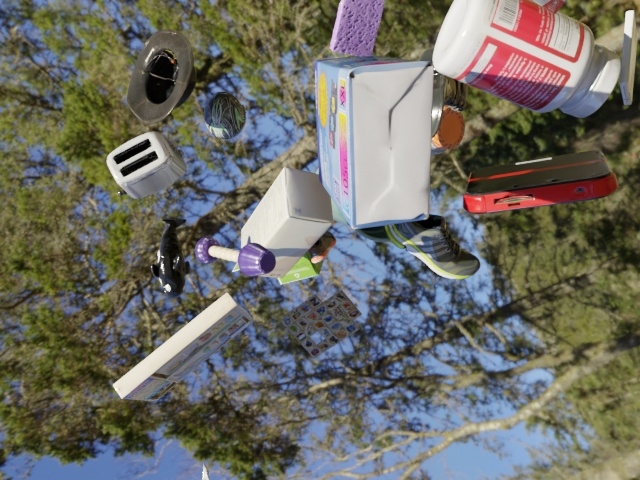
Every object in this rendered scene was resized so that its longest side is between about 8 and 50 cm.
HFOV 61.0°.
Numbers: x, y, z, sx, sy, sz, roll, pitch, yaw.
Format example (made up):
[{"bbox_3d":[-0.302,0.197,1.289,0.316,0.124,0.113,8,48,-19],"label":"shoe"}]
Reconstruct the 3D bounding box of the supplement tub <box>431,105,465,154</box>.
[{"bbox_3d":[0.378,-0.425,2.059,0.193,0.316,0.194,-7,-78,-33],"label":"supplement tub"}]

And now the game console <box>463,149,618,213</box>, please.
[{"bbox_3d":[0.609,-0.169,1.540,0.342,0.386,0.060,-46,-54,-62],"label":"game console"}]

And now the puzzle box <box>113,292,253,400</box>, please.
[{"bbox_3d":[-0.396,0.332,1.648,0.052,0.408,0.272,48,172,17],"label":"puzzle box"}]

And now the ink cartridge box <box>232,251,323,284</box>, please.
[{"bbox_3d":[-0.120,0.048,1.683,0.097,0.255,0.189,63,-156,-25],"label":"ink cartridge box"}]

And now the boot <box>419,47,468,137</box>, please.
[{"bbox_3d":[0.353,-0.397,1.522,0.228,0.091,0.263,3,-85,-54],"label":"boot"}]

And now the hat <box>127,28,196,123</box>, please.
[{"bbox_3d":[-0.530,-0.560,1.916,0.134,0.331,0.332,13,-127,-60],"label":"hat"}]

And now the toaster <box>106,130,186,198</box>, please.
[{"bbox_3d":[-0.497,-0.210,1.526,0.129,0.226,0.146,61,175,9],"label":"toaster"}]

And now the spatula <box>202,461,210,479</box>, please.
[{"bbox_3d":[-0.330,0.737,1.553,0.019,0.242,0.168,4,-104,-12],"label":"spatula"}]

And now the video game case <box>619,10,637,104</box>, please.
[{"bbox_3d":[0.816,-0.478,1.438,0.173,0.022,0.191,11,-96,-56],"label":"video game case"}]

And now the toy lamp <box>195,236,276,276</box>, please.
[{"bbox_3d":[-0.201,0.036,1.271,0.080,0.274,0.080,-4,-84,-41],"label":"toy lamp"}]

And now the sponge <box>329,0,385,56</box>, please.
[{"bbox_3d":[0.102,-0.591,1.413,0.117,0.210,0.031,0,-147,-22],"label":"sponge"}]

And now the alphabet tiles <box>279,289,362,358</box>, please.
[{"bbox_3d":[0.012,0.273,1.844,0.198,0.237,0.009,51,-167,-17],"label":"alphabet tiles"}]

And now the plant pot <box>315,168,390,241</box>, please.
[{"bbox_3d":[0.146,-0.182,1.922,0.341,0.341,0.334,47,166,-22],"label":"plant pot"}]

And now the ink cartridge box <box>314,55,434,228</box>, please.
[{"bbox_3d":[0.082,-0.214,1.064,0.395,0.151,0.270,-113,19,-68],"label":"ink cartridge box"}]

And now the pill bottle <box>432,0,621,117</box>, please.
[{"bbox_3d":[0.506,-0.456,1.337,0.407,0.229,0.229,19,-140,-9],"label":"pill bottle"}]

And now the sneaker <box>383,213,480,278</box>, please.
[{"bbox_3d":[0.324,0.004,1.499,0.299,0.121,0.111,28,-133,-11],"label":"sneaker"}]

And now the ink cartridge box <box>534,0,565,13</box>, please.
[{"bbox_3d":[0.488,-0.556,1.119,0.099,0.135,0.056,10,-141,-35],"label":"ink cartridge box"}]

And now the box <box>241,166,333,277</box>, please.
[{"bbox_3d":[-0.094,-0.035,1.378,0.121,0.311,0.148,9,-120,-25],"label":"box"}]

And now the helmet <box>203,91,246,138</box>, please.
[{"bbox_3d":[-0.364,-0.472,2.061,0.170,0.169,0.161,62,-170,4],"label":"helmet"}]

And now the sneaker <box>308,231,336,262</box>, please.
[{"bbox_3d":[0.000,0.000,1.468,0.065,0.061,0.158,60,-162,-17],"label":"sneaker"}]

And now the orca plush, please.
[{"bbox_3d":[-0.505,0.059,1.935,0.151,0.102,0.288,22,-112,-40],"label":"orca plush"}]
